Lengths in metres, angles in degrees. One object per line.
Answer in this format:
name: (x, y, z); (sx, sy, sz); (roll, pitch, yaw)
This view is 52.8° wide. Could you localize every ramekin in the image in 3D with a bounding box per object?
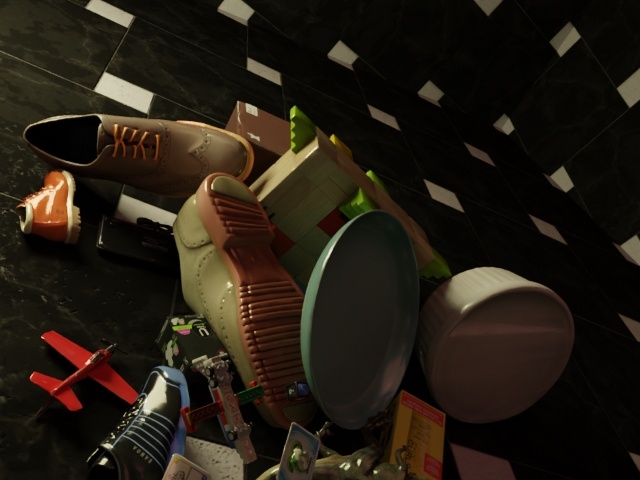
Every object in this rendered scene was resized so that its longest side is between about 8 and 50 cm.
ramekin: (0.287, 0.170, 1.118); (0.272, 0.273, 0.127); (18, 18, -24)

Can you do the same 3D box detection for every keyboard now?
keyboard: (-0.275, 0.005, 1.065); (0.180, 0.023, 0.108); (19, 36, -26)

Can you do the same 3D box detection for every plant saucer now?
plant saucer: (0.060, 0.113, 0.947); (0.043, 0.318, 0.317); (6, 11, 34)

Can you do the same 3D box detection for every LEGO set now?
LEGO set: (-0.090, 0.246, 0.736); (0.182, 0.060, 0.244); (40, 43, -22)

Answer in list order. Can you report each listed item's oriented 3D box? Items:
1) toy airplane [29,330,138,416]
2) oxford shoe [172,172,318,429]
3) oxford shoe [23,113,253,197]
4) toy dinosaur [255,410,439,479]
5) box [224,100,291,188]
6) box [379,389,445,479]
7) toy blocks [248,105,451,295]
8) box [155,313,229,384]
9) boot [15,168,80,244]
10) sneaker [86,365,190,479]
toy airplane: (-0.291, 0.160, 0.782); (0.151, 0.028, 0.151); (26, 28, -15)
oxford shoe: (-0.117, 0.100, 0.964); (0.140, 0.146, 0.397); (8, 54, -48)
oxford shoe: (-0.293, -0.139, 1.044); (0.363, 0.130, 0.133); (3, 0, 5)
toy dinosaur: (0.040, 0.278, 0.815); (0.268, 0.064, 0.118); (4, 32, -2)
box: (-0.122, -0.118, 1.227); (0.167, 0.203, 0.168); (21, 30, -20)
box: (0.125, 0.319, 0.914); (0.087, 0.058, 0.232); (30, 27, -1)
toy blocks: (0.000, 0.000, 1.115); (0.381, 0.261, 0.191); (41, 21, -23)
box: (-0.178, 0.150, 0.890); (0.062, 0.052, 0.083); (0, 42, -44)
boot: (-0.421, -0.061, 0.987); (0.084, 0.059, 0.158); (6, 38, -32)
sneaker: (-0.203, 0.223, 0.710); (0.090, 0.081, 0.232); (26, 28, -26)
